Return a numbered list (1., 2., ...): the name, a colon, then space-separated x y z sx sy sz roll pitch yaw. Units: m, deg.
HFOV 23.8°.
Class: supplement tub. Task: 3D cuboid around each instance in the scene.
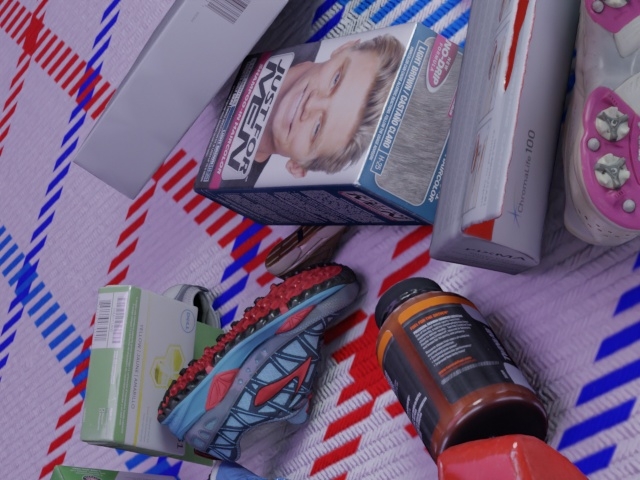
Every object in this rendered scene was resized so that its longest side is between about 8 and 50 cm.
1. supplement tub: 0.114 0.115 1.332 0.106 0.106 0.198 -62 34 25

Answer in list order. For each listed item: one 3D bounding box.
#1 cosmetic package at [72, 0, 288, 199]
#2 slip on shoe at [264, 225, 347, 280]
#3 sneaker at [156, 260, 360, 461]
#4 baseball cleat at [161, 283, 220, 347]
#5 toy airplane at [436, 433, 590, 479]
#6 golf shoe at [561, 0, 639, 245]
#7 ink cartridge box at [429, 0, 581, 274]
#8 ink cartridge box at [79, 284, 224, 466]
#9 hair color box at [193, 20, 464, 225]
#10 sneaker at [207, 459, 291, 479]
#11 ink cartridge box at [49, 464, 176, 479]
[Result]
1. cosmetic package: -0.126 -0.259 1.777 0.377 0.097 0.284 -46 17 42
2. slip on shoe: 0.000 0.000 1.635 0.135 0.041 0.051 -39 27 22
3. sneaker: -0.045 0.131 1.612 0.262 0.125 0.104 -41 16 13
4. baseball cleat: -0.176 0.153 1.840 0.109 0.072 0.206 0 81 56
5. toy airplane: 0.206 0.344 0.991 0.386 0.272 0.384 29 120 22
6. golf shoe: 0.242 -0.138 1.212 0.140 0.115 0.306 115 169 -70
7. ink cartridge box: 0.169 -0.140 1.188 0.385 0.091 0.308 126 155 -85
8. ink cartridge box: -0.165 0.157 1.696 0.056 0.235 0.171 -5 73 34
9. hair color box: 0.012 -0.111 1.557 0.347 0.105 0.174 1 68 59
10. sneaker: -0.044 0.278 1.577 0.211 0.080 0.081 34 102 48
11. ink cartridge box: -0.215 0.357 1.740 0.219 0.160 0.092 48 121 55
